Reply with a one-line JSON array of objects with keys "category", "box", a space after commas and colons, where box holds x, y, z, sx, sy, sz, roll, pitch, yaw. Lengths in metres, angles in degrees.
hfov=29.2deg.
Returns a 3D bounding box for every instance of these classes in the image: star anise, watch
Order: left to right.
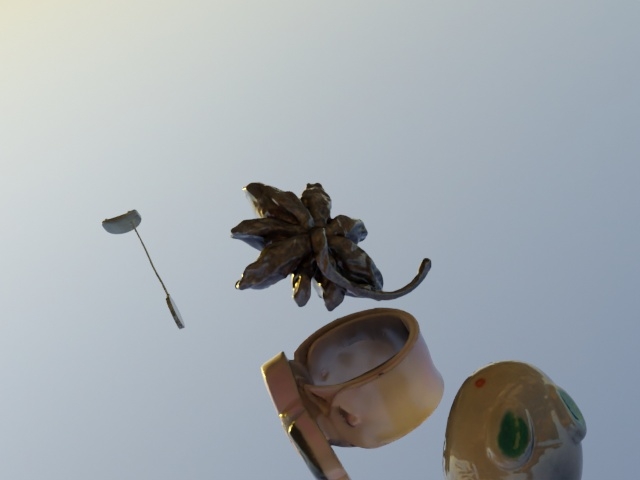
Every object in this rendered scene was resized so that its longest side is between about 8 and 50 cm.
[{"category": "star anise", "box": [0.000, 0.000, 2.071, 0.359, 0.316, 0.139, -30, 168, -42]}, {"category": "watch", "box": [0.059, 0.220, 1.674, 0.231, 0.196, 0.244, -25, -156, -6]}]

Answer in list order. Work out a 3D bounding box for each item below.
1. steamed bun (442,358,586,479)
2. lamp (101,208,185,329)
[{"category": "steamed bun", "box": [0.244, 0.260, 1.500, 0.177, 0.228, 0.130, -11, -167, -32]}, {"category": "lamp", "box": [-0.248, 0.046, 1.745, 0.056, 0.198, 0.050, -26, 158, -4]}]
